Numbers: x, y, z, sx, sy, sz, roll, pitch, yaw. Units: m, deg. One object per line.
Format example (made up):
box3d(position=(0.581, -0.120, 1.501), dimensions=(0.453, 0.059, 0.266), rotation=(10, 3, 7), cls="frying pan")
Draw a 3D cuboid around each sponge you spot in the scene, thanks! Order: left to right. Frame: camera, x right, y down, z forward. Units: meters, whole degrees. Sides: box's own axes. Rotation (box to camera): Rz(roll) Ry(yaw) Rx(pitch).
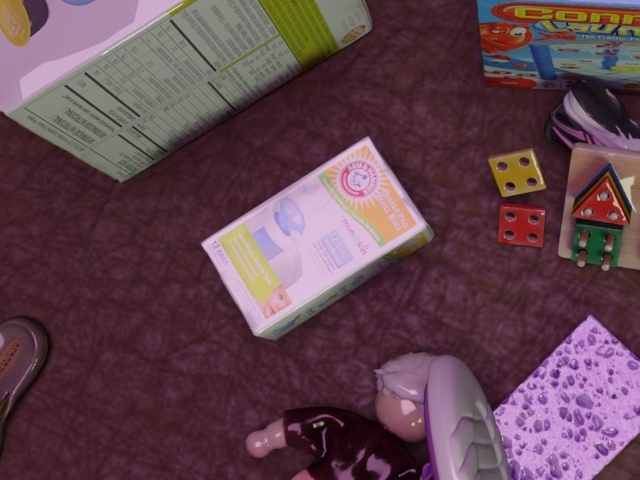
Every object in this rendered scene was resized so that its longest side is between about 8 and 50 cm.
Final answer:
box3d(position=(0.239, 0.185, 1.348), dimensions=(0.210, 0.031, 0.117), rotation=(-45, 79, 1), cls="sponge")

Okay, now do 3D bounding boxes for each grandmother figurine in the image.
box3d(position=(0.017, 0.249, 1.344), dimensions=(0.208, 0.104, 0.342), rotation=(39, 87, 3), cls="grandmother figurine")

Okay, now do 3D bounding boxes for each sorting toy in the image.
box3d(position=(0.294, -0.021, 1.320), dimensions=(0.274, 0.046, 0.132), rotation=(10, 127, 12), cls="sorting toy")

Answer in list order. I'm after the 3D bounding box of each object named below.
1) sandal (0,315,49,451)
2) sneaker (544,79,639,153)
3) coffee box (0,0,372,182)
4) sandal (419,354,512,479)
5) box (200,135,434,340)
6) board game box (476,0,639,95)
box3d(position=(-0.362, 0.178, 1.426), dimensions=(0.090, 0.060, 0.219), rotation=(32, 88, 11), cls="sandal")
box3d(position=(0.301, -0.083, 1.363), dimensions=(0.178, 0.077, 0.072), rotation=(44, 47, -3), cls="sneaker")
box3d(position=(-0.190, -0.303, 1.324), dimensions=(0.334, 0.338, 0.337), rotation=(-31, 79, 4), cls="coffee box")
box3d(position=(0.137, 0.316, 1.258), dimensions=(0.102, 0.169, 0.416), rotation=(-14, 91, 17), cls="sandal")
box3d(position=(0.000, 0.000, 1.373), dimensions=(0.203, 0.103, 0.114), rotation=(-32, 79, 3), cls="box")
box3d(position=(0.302, -0.211, 1.255), dimensions=(0.308, 0.302, 0.086), rotation=(5, 83, 10), cls="board game box")
